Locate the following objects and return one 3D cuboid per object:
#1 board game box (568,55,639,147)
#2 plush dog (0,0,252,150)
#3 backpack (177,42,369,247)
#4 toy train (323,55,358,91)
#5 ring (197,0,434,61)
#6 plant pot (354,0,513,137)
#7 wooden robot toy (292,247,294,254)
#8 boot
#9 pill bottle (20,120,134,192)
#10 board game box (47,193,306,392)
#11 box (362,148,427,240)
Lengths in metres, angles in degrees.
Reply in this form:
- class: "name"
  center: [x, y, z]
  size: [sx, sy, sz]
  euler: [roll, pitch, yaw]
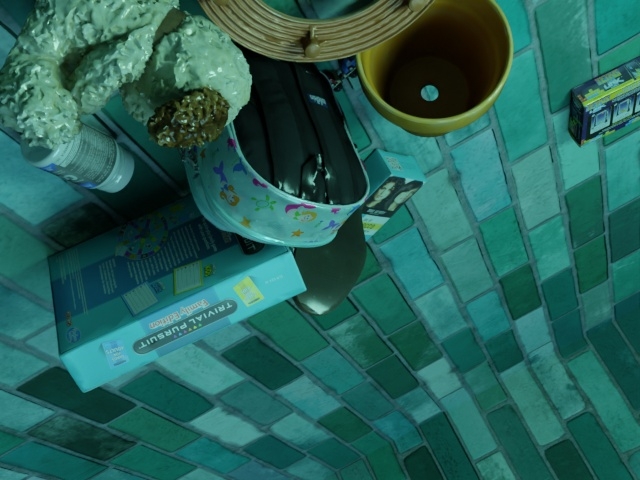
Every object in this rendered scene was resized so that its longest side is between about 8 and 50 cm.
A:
- class: "board game box"
  center: [0.543, -0.258, 1.699]
  size: [0.170, 0.048, 0.141]
  euler: [-25, 149, -2]
- class: "plush dog"
  center: [-0.175, -0.196, 0.948]
  size: [0.225, 0.262, 0.210]
  euler: [27, 121, -11]
- class: "backpack"
  center: [-0.063, -0.107, 1.212]
  size: [0.225, 0.253, 0.191]
  euler: [6, 136, -38]
- class: "toy train"
  center: [0.011, -0.225, 1.332]
  size: [0.158, 0.027, 0.036]
  euler: [-39, 138, 22]
- class: "ring"
  center: [0.012, -0.339, 1.048]
  size: [0.336, 0.032, 0.336]
  euler: [-9, 137, -8]
- class: "plant pot"
  center: [0.152, -0.231, 1.284]
  size: [0.205, 0.205, 0.188]
  euler: [-26, 168, -1]
- class: "wooden robot toy"
  center: [-0.058, -0.028, 1.538]
  size: [0.079, 0.076, 0.173]
  euler: [-32, 152, 22]
- class: "boot"
  center: [0.000, 0.000, 1.436]
  size: [0.112, 0.305, 0.115]
  euler: [29, 139, -21]
- class: "pill bottle"
  center: [-0.310, -0.112, 1.193]
  size: [0.078, 0.078, 0.137]
  euler: [-37, 150, 17]
- class: "board game box"
  center: [-0.218, 0.049, 1.343]
  size: [0.336, 0.254, 0.079]
  euler: [-24, 126, -5]
- class: "box"
  center: [0.068, -0.053, 1.624]
  size: [0.100, 0.060, 0.244]
  euler: [6, 138, -45]
